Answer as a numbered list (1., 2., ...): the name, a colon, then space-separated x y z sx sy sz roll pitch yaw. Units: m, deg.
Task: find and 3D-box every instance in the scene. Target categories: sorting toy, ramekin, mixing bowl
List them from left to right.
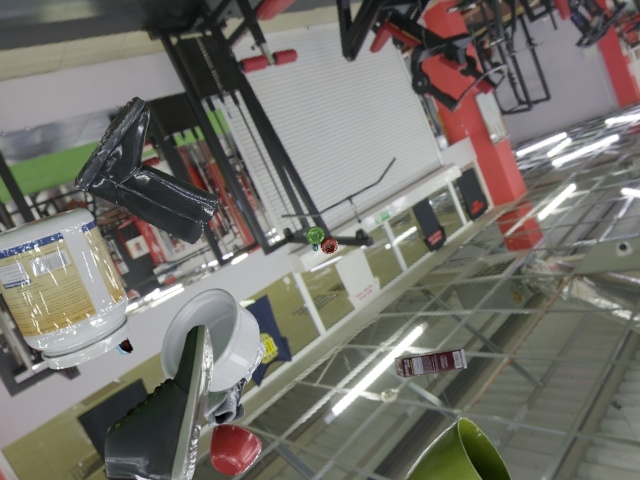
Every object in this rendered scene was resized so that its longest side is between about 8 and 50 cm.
1. ramekin: -0.305 0.289 1.289 0.277 0.135 0.278 -20 -132 24
2. mixing bowl: -0.293 0.704 1.492 0.181 0.182 0.098 -21 -153 26
3. sorting toy: 0.000 0.000 1.256 0.061 0.102 0.042 -46 -166 11

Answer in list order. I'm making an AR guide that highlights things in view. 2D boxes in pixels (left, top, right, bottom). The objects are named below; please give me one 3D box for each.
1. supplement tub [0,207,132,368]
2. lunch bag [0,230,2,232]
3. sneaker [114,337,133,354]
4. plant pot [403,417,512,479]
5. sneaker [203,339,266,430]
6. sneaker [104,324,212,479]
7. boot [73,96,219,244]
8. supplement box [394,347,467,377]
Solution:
1. supplement tub: -0.587 0.106 1.038 0.228 0.317 0.228 -15 -166 4
2. lunch bag: -0.821 0.056 1.117 0.151 0.129 0.096 27 -166 30
3. sneaker: -0.676 0.316 1.511 0.073 0.162 0.063 -4 -146 41
4. plant pot: 0.429 0.789 1.497 0.293 0.275 0.275 -42 -179 20
5. sneaker: -0.325 0.561 1.753 0.366 0.137 0.210 -47 -152 -8
6. sneaker: -0.227 0.225 0.642 0.117 0.222 0.083 6 157 1
7. boot: -0.532 -0.218 1.549 0.367 0.445 0.146 -48 -144 15
8. supplement box: 0.411 0.460 1.709 0.239 0.073 0.130 -7 169 -4
